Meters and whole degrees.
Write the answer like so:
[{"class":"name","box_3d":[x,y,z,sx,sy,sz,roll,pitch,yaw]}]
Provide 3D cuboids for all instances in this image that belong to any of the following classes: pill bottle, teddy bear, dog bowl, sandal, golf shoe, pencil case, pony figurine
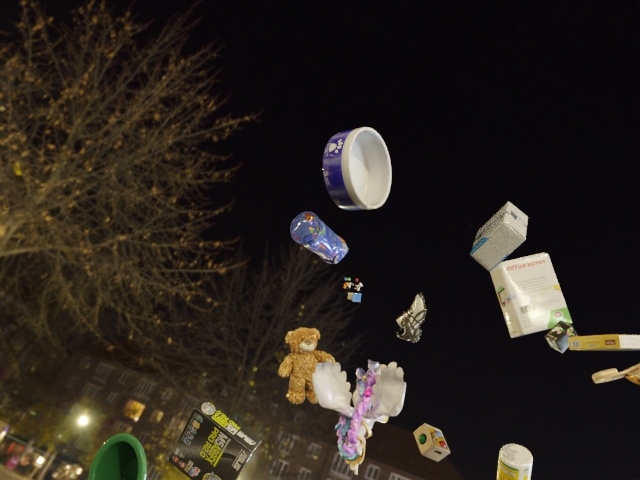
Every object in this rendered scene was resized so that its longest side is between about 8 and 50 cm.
[{"class":"pill bottle","box_3d":[0.724,0.881,1.985,0.118,0.118,0.208,8,-66,27]},{"class":"teddy bear","box_3d":[-0.066,0.557,2.331,0.245,0.337,0.113,16,0,3]},{"class":"dog bowl","box_3d":[0.124,-0.231,1.732,0.104,0.264,0.265,-3,-41,36]},{"class":"sandal","box_3d":[0.960,0.417,1.601,0.240,0.079,0.088,-17,-32,11]},{"class":"golf shoe","box_3d":[0.333,0.285,1.957,0.094,0.077,0.198,7,-72,-5]},{"class":"pencil case","box_3d":[0.000,0.000,2.002,0.120,0.133,0.306,-27,-27,13]},{"class":"pony figurine","box_3d":[0.146,0.544,1.777,0.303,0.363,0.350,1,-82,17]}]

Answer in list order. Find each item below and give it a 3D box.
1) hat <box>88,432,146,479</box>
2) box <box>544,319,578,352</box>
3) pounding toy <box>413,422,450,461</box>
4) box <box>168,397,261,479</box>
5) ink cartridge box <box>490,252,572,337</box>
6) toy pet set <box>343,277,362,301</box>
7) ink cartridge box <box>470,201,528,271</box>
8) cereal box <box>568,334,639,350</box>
[{"class":"hat","box_3d":[-0.440,0.576,1.296,0.173,0.208,0.184,47,7,33]},{"class":"box","box_3d":[0.810,0.323,1.781,0.062,0.083,0.052,53,-9,-24]},{"class":"pounding toy","box_3d":[0.465,0.832,2.194,0.141,0.130,0.100,33,-69,-30]},{"class":"box","box_3d":[-0.325,0.638,1.605,0.216,0.060,0.270,35,-62,11]},{"class":"ink cartridge box","box_3d":[0.793,0.208,2.011,0.202,0.278,0.117,-12,-15,-7]},{"class":"toy pet set","box_3d":[0.172,0.246,2.639,0.065,0.114,0.122,6,-1,36]},{"class":"ink cartridge box","box_3d":[0.514,-0.015,1.518,0.082,0.190,0.139,40,-60,2]},{"class":"cereal box","box_3d":[0.937,0.324,1.675,0.240,0.047,0.173,6,-15,-29]}]
